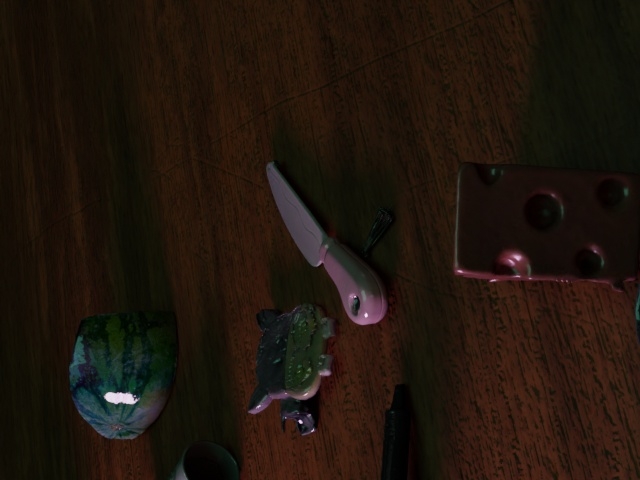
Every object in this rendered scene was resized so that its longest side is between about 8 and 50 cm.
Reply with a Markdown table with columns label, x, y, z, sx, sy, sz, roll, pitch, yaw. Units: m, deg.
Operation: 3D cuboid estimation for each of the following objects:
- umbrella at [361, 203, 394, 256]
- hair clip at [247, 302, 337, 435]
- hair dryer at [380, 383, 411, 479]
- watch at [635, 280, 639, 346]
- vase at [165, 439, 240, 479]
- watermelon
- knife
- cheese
| label | x | y | z | sx | sy | sz | roll | pitch | yaw |
| --- | --- | --- | --- | --- | --- | --- | --- | --- | --- |
| umbrella | 0.073 | -0.015 | 1.519 | 0.031 | 0.020 | 0.083 | 49 | 125 | 41 |
| hair clip | -0.036 | 0.172 | 1.591 | 0.146 | 0.056 | 0.187 | -17 | 69 | 39 |
| hair dryer | 0.076 | 0.295 | 1.407 | 0.070 | 0.128 | 0.255 | -21 | 59 | 46 |
| watch | 0.389 | 0.062 | 1.113 | 0.193 | 0.068 | 0.206 | 38 | 110 | 48 |
| vase | -0.215 | 0.393 | 1.739 | 0.219 | 0.096 | 0.096 | -47 | 52 | 37 |
| watermelon | -0.327 | 0.215 | 1.845 | 0.128 | 0.146 | 0.231 | 11 | 91 | 49 |
| knife | 0.000 | 0.003 | 1.595 | 0.336 | 0.043 | 0.081 | 53 | 140 | 45 |
| cheese | 0.219 | -0.008 | 1.259 | 0.177 | 0.203 | 0.128 | 159 | 113 | -79 |
